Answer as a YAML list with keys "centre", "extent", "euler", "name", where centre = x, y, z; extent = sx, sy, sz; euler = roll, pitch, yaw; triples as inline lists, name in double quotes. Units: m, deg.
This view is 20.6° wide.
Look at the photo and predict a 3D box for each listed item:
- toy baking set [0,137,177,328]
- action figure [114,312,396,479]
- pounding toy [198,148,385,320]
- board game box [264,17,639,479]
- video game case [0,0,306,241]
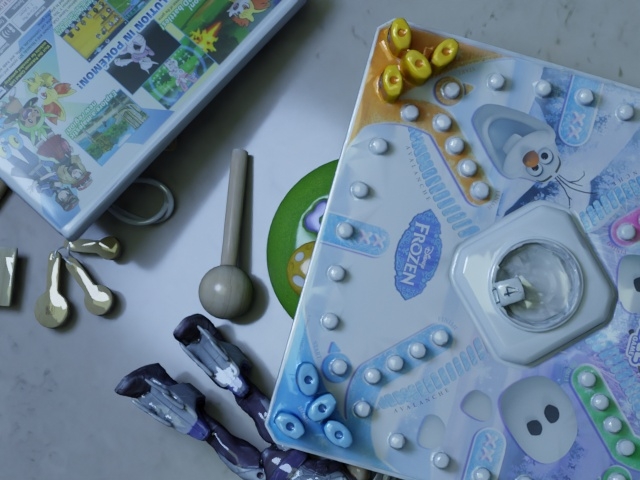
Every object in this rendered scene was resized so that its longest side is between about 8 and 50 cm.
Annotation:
- centre: [-0.252, -0.031, 1.739]
  extent: [0.196, 0.030, 0.256]
  euler: [30, 90, 15]
  name: "toy baking set"
- centre: [-0.047, 0.197, 1.610]
  extent: [0.285, 0.099, 0.185]
  euler: [40, 88, 14]
  name: "action figure"
- centre: [0.000, 0.000, 1.620]
  extent: [0.236, 0.110, 0.183]
  euler: [7, 83, 16]
  name: "pounding toy"
- centre: [0.188, 0.038, 1.531]
  extent: [0.390, 0.050, 0.390]
  euler: [16, 85, -1]
  name: "board game box"
- centre: [-0.230, -0.215, 1.675]
  extent: [0.300, 0.036, 0.329]
  euler: [42, 83, 9]
  name: "video game case"
